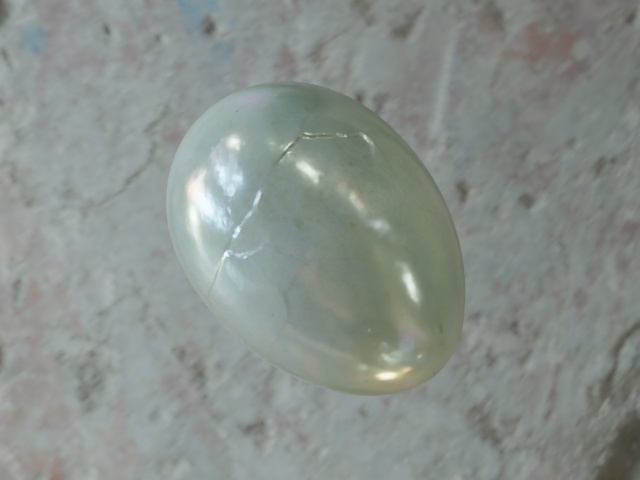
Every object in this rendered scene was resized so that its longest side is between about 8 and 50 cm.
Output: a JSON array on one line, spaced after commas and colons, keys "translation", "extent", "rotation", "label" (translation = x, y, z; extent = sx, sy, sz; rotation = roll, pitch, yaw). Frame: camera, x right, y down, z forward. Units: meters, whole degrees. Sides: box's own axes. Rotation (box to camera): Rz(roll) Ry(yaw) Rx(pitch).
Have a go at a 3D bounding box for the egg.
[{"translation": [0.000, 0.000, 1.126], "extent": [0.209, 0.151, 0.151], "rotation": [48, 122, 24], "label": "egg"}]
